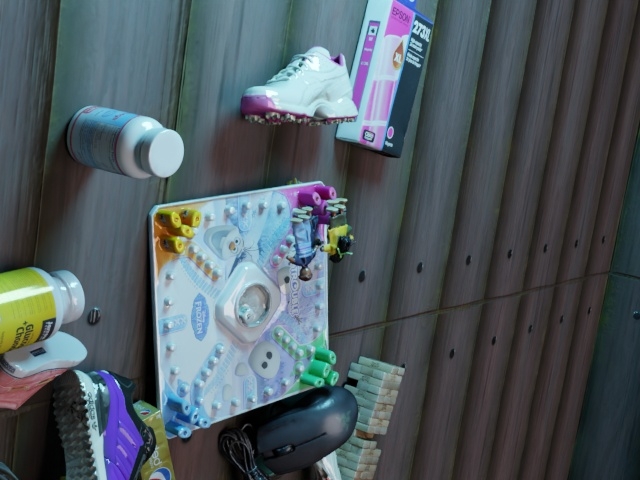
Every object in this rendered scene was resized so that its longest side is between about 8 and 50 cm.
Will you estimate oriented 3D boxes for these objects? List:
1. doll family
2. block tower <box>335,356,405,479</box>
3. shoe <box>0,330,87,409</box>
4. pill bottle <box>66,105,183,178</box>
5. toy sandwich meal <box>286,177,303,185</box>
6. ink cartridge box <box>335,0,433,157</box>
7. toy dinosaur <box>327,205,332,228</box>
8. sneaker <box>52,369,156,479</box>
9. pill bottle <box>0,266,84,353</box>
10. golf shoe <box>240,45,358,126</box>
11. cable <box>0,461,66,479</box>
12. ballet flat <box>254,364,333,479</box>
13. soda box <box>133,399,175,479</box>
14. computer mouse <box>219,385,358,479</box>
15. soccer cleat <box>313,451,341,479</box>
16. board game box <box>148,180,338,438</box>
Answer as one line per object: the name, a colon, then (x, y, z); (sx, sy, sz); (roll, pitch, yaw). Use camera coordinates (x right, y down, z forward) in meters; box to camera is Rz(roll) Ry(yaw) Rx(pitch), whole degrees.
doll family: (0.000, 0.000, 1.704); (0.193, 0.076, 0.111); (-15, 113, -38)
block tower: (0.082, 0.427, 2.145); (0.091, 0.097, 0.336); (21, 83, -56)
shoe: (-0.407, 0.183, 1.383); (0.081, 0.063, 0.178); (-50, 168, 15)
pill bottle: (-0.270, -0.134, 1.360); (0.087, 0.160, 0.087); (-27, 124, -48)
toy sandwich meal: (-0.039, -0.073, 1.817); (0.085, 0.029, 0.086); (-15, 90, -89)
ink cartridge box: (0.138, -0.361, 1.952); (0.175, 0.069, 0.371); (11, 91, -56)
toy dinosaur: (-0.040, 0.016, 1.842); (0.268, 0.064, 0.118); (-26, 117, -52)
sneaker: (-0.304, 0.335, 1.457); (0.146, 0.102, 0.293); (5, 75, -49)
pill bottle: (-0.408, 0.092, 1.300); (0.184, 0.103, 0.103); (-16, 115, -51)
golf shoe: (-0.042, -0.268, 1.701); (0.306, 0.115, 0.140); (-12, 102, -60)
cable: (-0.424, 0.387, 1.461); (0.287, 0.072, 0.139); (23, 100, -44)
ballet flat: (-0.048, 0.340, 1.936); (0.280, 0.095, 0.096); (-62, 155, -1)
soda box: (-0.285, 0.357, 1.602); (0.061, 0.058, 0.181); (-26, 119, -38)
computer mouse: (-0.035, 0.379, 1.845); (0.272, 0.072, 0.189); (-32, 108, -14)
soccer cleat: (0.012, 0.469, 2.055); (0.076, 0.068, 0.196); (-44, 118, -45)
board game box: (-0.115, 0.112, 1.692); (0.390, 0.050, 0.390); (-12, 105, -43)
